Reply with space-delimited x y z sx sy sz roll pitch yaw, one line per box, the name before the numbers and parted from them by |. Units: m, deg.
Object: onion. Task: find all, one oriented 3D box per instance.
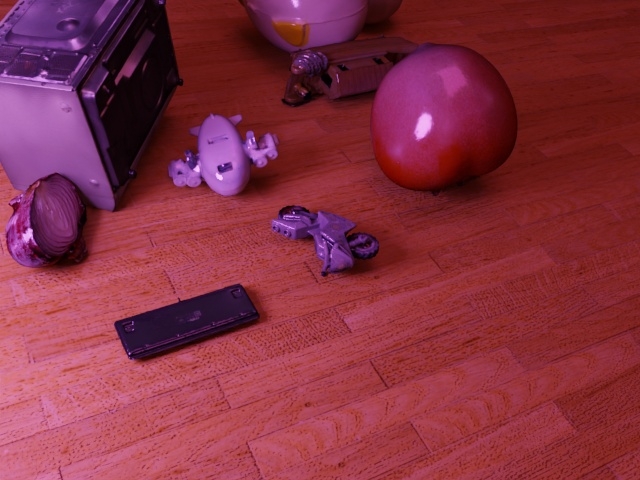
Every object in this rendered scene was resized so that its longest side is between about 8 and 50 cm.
onion | -0.489 -0.020 1.176 0.098 0.151 0.206 -22 29 14

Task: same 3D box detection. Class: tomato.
tomato | 0.256 -0.266 1.436 0.322 0.321 0.321 6 42 -6

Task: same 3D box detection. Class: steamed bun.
steamed bun | -0.044 -0.667 1.817 0.334 0.334 0.374 -19 47 -29
steamed bun | 0.140 -0.744 2.061 0.232 0.145 0.232 1 30 -1

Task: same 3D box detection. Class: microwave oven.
microwave oven | -0.443 -0.307 1.306 0.247 0.333 0.394 10 53 5

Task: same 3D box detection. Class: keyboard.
keyboard | -0.220 0.132 1.117 0.230 0.025 0.093 -16 50 -26

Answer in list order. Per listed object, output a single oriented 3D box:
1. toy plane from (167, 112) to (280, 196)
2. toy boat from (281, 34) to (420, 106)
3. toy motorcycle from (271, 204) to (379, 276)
toy plane | -0.203 -0.179 1.400 0.245 0.117 0.244 -5 49 6
toy boat | 0.101 -0.450 1.746 0.446 0.136 0.162 -21 56 -31
toy motorcycle | 0.000 0.000 1.274 0.215 0.080 0.122 23 41 21
